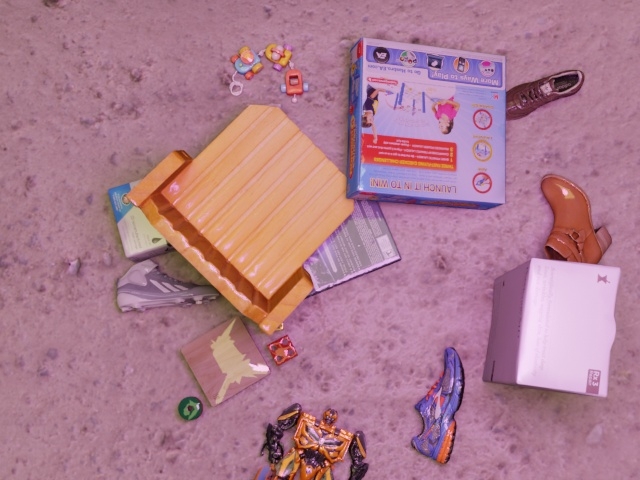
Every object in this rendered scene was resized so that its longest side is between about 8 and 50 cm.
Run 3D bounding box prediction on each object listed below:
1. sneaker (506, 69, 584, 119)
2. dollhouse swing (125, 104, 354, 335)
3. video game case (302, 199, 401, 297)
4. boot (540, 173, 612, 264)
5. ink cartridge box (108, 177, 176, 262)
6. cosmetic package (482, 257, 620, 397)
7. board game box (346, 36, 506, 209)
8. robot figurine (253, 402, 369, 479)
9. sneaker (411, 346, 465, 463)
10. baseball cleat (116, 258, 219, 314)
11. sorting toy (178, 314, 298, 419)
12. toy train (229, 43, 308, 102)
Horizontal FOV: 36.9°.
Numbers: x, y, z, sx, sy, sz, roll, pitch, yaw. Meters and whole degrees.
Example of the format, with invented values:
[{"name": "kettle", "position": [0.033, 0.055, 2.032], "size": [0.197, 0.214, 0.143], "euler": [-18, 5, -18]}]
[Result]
[{"name": "sneaker", "position": [0.441, -0.303, 1.935], "size": [0.188, 0.071, 0.066], "euler": [-23, 81, -2]}, {"name": "dollhouse swing", "position": [-0.110, -0.069, 1.766], "size": [0.305, 0.315, 0.347], "euler": [-44, 96, 1]}, {"name": "video game case", "position": [0.000, 0.000, 1.931], "size": [0.274, 0.026, 0.196], "euler": [-22, 81, 0]}, {"name": "boot", "position": [0.469, -0.026, 1.856], "size": [0.152, 0.073, 0.197], "euler": [-36, 83, -36]}, {"name": "ink cartridge box", "position": [-0.302, -0.058, 1.922], "size": [0.203, 0.086, 0.148], "euler": [-18, 81, -1]}, {"name": "cosmetic package", "position": [0.399, 0.161, 1.703], "size": [0.156, 0.385, 0.217], "euler": [8, 81, 4]}, {"name": "board game box", "position": [0.208, -0.224, 1.879], "size": [0.308, 0.086, 0.302], "euler": [5, 82, -15]}, {"name": "robot figurine", "position": [-0.031, 0.458, 1.826], "size": [0.211, 0.085, 0.291], "euler": [23, 83, 1]}, {"name": "sneaker", "position": [0.226, 0.312, 1.844], "size": [0.087, 0.083, 0.221], "euler": [10, 78, 12]}, {"name": "baseball cleat", "position": [-0.306, 0.085, 1.909], "size": [0.205, 0.072, 0.110], "euler": [-6, 74, -2]}, {"name": "sorting toy", "position": [-0.176, 0.233, 1.890], "size": [0.274, 0.046, 0.132], "euler": [-31, 81, -2]}, {"name": "toy train", "position": [-0.108, -0.349, 1.981], "size": [0.166, 0.046, 0.125], "euler": [0, 81, 2]}]
